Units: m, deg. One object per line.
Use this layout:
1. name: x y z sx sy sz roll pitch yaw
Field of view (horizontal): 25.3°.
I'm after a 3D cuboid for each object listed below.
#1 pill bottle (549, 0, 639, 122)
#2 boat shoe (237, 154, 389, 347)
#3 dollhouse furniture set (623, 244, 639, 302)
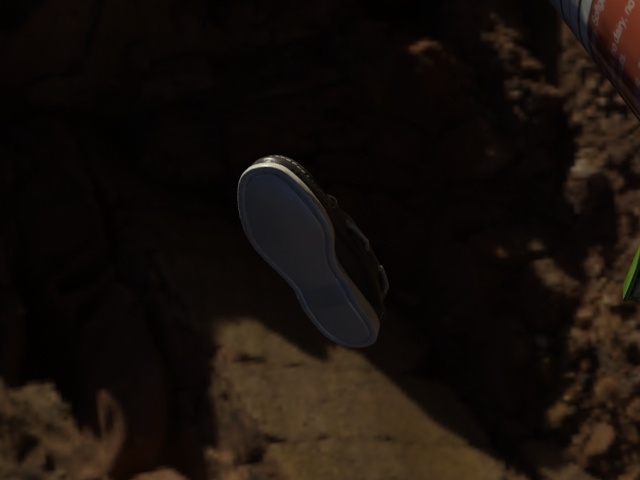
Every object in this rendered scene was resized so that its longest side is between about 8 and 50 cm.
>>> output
1. pill bottle: 0.135 -0.115 0.506 0.216 0.121 0.121 62 145 31
2. boat shoe: 0.000 0.000 0.702 0.046 0.125 0.038 -8 43 32
3. dollhouse furniture set: 0.201 0.055 0.767 0.152 0.058 0.076 -77 1 -56
